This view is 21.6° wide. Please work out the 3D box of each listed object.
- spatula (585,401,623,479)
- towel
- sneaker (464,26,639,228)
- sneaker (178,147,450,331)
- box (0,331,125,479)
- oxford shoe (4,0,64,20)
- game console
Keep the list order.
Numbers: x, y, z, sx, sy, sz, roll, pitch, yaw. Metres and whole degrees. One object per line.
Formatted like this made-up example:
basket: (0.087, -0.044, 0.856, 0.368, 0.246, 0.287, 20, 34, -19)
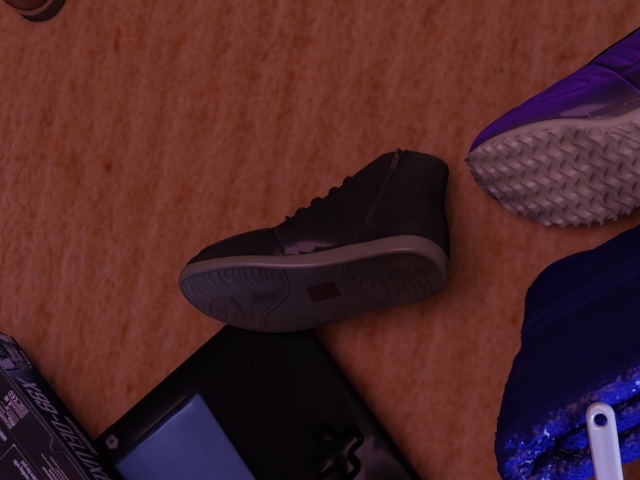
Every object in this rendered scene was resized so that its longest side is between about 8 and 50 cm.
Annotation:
spatula: (0.240, 0.207, 0.976, 0.168, 0.019, 0.242, -7, 92, 21)
towel: (0.233, 0.054, 1.129, 0.227, 0.308, 0.076, -32, 99, 21)
sneaker: (0.249, -0.111, 1.269, 0.293, 0.102, 0.146, -20, 33, 36)
sneaker: (0.000, 0.000, 1.338, 0.222, 0.083, 0.118, -7, 44, 18)
box: (-0.270, 0.255, 1.358, 0.242, 0.076, 0.307, -48, 61, 5)
oxford shoe: (-0.258, -0.311, 1.518, 0.076, 0.076, 0.212, -3, 76, 23)
game console: (-0.084, 0.280, 1.330, 0.386, 0.060, 0.342, -41, 68, 8)
